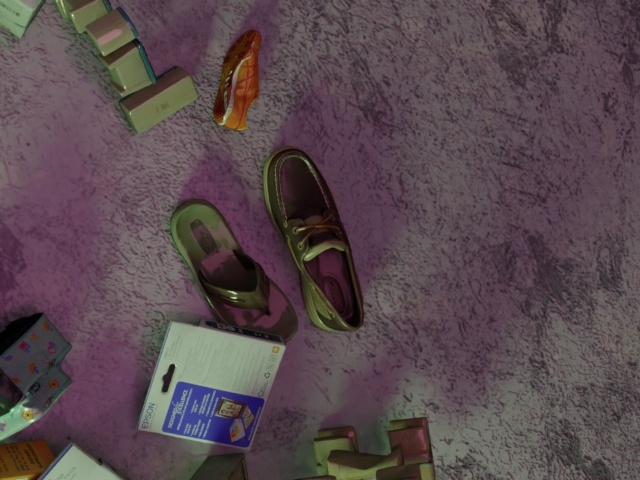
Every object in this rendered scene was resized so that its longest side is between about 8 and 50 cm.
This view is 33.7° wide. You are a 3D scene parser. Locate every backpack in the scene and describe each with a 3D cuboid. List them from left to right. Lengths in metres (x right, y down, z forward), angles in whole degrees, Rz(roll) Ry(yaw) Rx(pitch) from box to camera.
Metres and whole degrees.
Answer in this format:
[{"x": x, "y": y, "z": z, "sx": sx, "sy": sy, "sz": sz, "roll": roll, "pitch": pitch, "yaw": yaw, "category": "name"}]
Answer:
[{"x": -0.469, "y": 0.207, "z": 1.625, "sx": 0.144, "sy": 0.166, "sz": 0.188, "roll": 45, "pitch": 38, "yaw": -16, "category": "backpack"}]

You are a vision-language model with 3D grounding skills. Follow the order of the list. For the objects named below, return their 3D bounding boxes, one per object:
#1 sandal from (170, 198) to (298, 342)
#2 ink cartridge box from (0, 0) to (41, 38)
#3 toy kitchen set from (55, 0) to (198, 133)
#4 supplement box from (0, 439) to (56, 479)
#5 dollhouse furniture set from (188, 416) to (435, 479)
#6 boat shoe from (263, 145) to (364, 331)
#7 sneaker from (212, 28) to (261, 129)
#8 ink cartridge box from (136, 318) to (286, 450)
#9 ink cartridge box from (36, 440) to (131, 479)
[{"x": -0.149, "y": 0.066, "z": 1.790, "sx": 0.120, "sy": 0.086, "sz": 0.302, "roll": -41, "pitch": 106, "yaw": -14, "category": "sandal"}, {"x": -0.468, "y": -0.434, "z": 1.574, "sx": 0.171, "sy": 0.233, "sz": 0.168, "roll": 33, "pitch": 79, "yaw": -18, "category": "ink cartridge box"}, {"x": -0.317, "y": -0.316, "z": 1.728, "sx": 0.122, "sy": 0.166, "sz": 0.207, "roll": -34, "pitch": 140, "yaw": -16, "category": "toy kitchen set"}, {"x": -0.523, "y": 0.368, "z": 1.617, "sx": 0.233, "sy": 0.078, "sz": 0.080, "roll": -2, "pitch": 124, "yaw": -42, "category": "supplement box"}, {"x": 0.004, "y": 0.479, "z": 1.735, "sx": 0.394, "sy": 0.362, "sz": 0.256, "roll": -8, "pitch": 94, "yaw": 8, "category": "dollhouse furniture set"}, {"x": 0.000, "y": 0.000, "z": 1.825, "sx": 0.123, "sy": 0.123, "sz": 0.342, "roll": -18, "pitch": 98, "yaw": -19, "category": "boat shoe"}, {"x": -0.133, "y": -0.275, "z": 1.807, "sx": 0.067, "sy": 0.064, "sz": 0.175, "roll": 16, "pitch": 92, "yaw": -40, "category": "sneaker"}, {"x": -0.186, "y": 0.239, "z": 1.779, "sx": 0.208, "sy": 0.045, "sz": 0.206, "roll": 15, "pitch": 103, "yaw": -21, "category": "ink cartridge box"}, {"x": -0.400, "y": 0.512, "z": 1.700, "sx": 0.303, "sy": 0.072, "sz": 0.307, "roll": -49, "pitch": 116, "yaw": -11, "category": "ink cartridge box"}]
